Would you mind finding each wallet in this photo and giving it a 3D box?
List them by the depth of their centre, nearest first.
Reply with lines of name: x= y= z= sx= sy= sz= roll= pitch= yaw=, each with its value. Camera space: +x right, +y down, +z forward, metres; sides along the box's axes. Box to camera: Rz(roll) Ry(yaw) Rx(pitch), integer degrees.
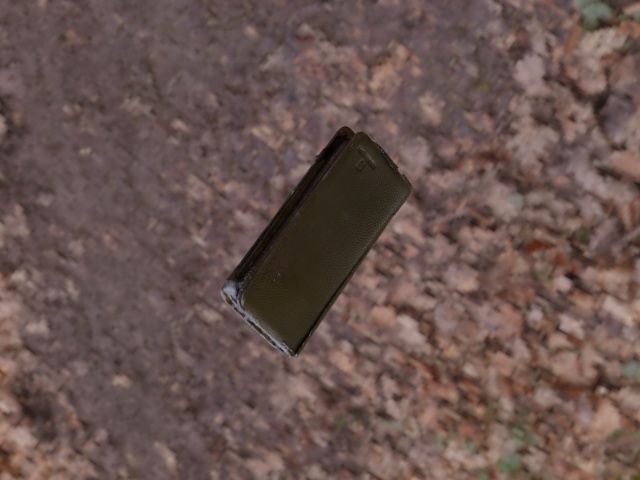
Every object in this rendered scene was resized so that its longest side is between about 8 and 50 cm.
wallet: x=0.000 y=0.000 z=1.217 sx=0.031 sy=0.198 sz=0.110 roll=23 pitch=162 yaw=47
